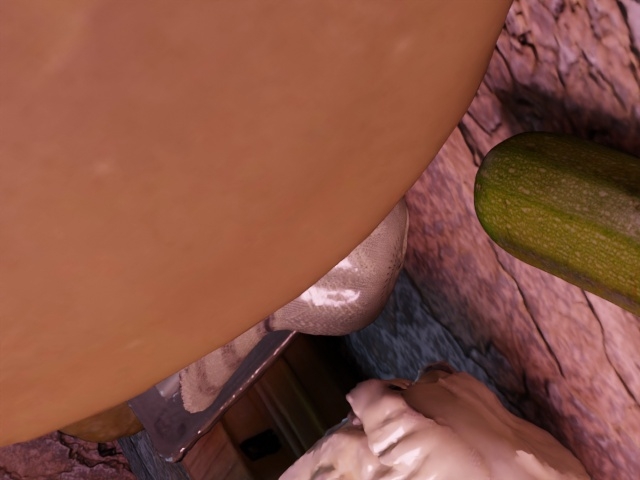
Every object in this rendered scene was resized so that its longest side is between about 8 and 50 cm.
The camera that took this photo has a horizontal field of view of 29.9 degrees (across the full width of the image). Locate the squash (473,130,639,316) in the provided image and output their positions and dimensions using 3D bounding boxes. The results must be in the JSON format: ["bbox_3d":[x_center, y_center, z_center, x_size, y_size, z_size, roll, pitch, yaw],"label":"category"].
[{"bbox_3d":[0.140,0.004,0.494,0.229,0.066,0.066,34,146,54],"label":"squash"}]

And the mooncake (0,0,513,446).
[{"bbox_3d":[-0.149,-0.126,0.474,0.467,0.467,0.262,93,152,-55],"label":"mooncake"}]

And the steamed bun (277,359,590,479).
[{"bbox_3d":[0.099,0.270,0.691,0.346,0.237,0.394,4,88,38],"label":"steamed bun"}]

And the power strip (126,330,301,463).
[{"bbox_3d":[-0.112,0.044,0.984,0.198,0.213,0.064,47,-169,36],"label":"power strip"}]

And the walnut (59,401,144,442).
[{"bbox_3d":[-0.255,0.093,1.373,0.283,0.227,0.283,34,-169,-8],"label":"walnut"}]

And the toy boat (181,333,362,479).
[{"bbox_3d":[-0.043,0.152,1.013,0.445,0.162,0.136,50,155,33],"label":"toy boat"}]

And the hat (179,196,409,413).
[{"bbox_3d":[0.000,0.000,0.762,0.110,0.252,0.252,14,147,7],"label":"hat"}]
